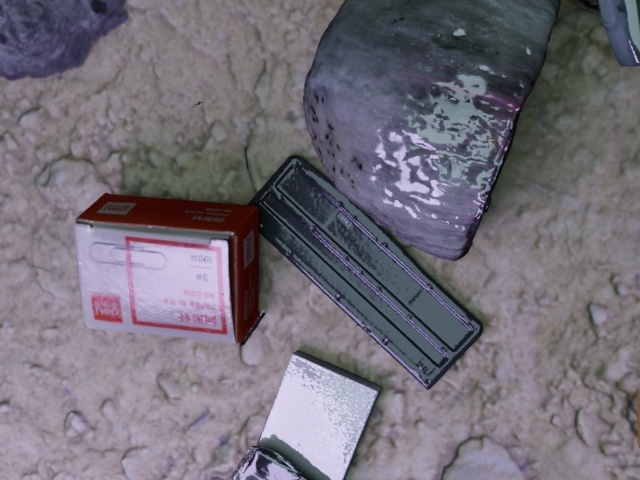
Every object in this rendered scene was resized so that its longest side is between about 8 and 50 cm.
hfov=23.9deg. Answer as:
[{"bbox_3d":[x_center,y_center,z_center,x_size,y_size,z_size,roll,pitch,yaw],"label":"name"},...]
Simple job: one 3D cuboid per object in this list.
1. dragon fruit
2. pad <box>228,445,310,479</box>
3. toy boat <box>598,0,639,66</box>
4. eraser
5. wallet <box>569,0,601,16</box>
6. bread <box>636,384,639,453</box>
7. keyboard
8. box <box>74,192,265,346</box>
[{"bbox_3d":[0.092,-0.140,1.460,0.221,0.204,0.283,24,102,10],"label":"dragon fruit"},{"bbox_3d":[-0.018,0.343,1.631,0.233,0.022,0.174,35,112,3],"label":"pad"},{"bbox_3d":[0.287,-0.290,1.387,0.085,0.078,0.260,-13,96,-10],"label":"toy boat"},{"bbox_3d":[-0.009,0.205,1.624,0.104,0.023,0.150,23,102,9],"label":"eraser"},{"bbox_3d":[0.290,-0.373,1.453,0.275,0.068,0.335,-45,82,13],"label":"wallet"},{"bbox_3d":[0.428,0.179,1.472,0.236,0.106,0.140,-2,95,13],"label":"bread"},{"bbox_3d":[0.002,-0.003,1.591,0.381,0.041,0.103,42,104,-1],"label":"keyboard"},{"bbox_3d":[-0.157,0.030,1.585,0.182,0.099,0.133,7,115,14],"label":"box"}]
